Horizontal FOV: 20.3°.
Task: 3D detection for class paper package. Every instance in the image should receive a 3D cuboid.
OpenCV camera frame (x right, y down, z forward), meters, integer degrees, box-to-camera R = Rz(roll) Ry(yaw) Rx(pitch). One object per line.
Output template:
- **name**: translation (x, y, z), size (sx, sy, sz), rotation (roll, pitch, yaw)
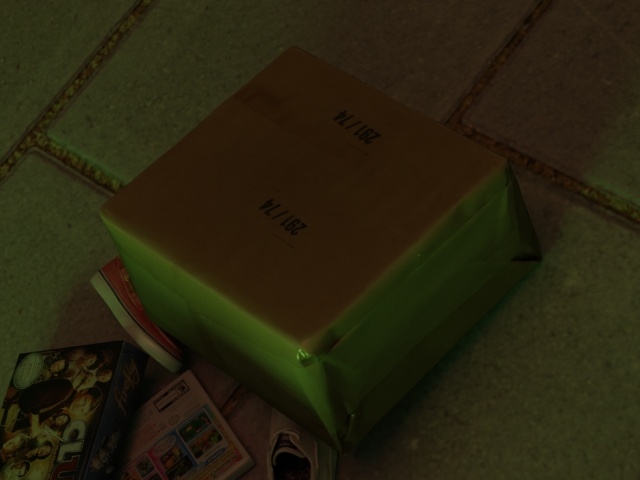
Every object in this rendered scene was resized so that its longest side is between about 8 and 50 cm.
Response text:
- **paper package**: translation (0.000, 0.000, 1.779), size (0.309, 0.168, 0.325), rotation (-42, 48, -21)

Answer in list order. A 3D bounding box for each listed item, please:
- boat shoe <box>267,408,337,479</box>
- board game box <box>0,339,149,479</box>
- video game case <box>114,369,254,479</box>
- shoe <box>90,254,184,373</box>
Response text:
- **boat shoe**: translation (-0.025, 0.216, 1.744), size (0.066, 0.063, 0.184), rotation (-14, 54, 19)
- **board game box**: translation (-0.280, 0.226, 1.862), size (0.165, 0.042, 0.243), rotation (-10, 54, 37)
- **video game case**: translation (-0.162, 0.228, 1.837), size (0.157, 0.019, 0.143), rotation (-38, 50, -2)
- **shoe**: translation (-0.178, 0.064, 1.926), size (0.081, 0.063, 0.178), rotation (-44, 45, 1)
